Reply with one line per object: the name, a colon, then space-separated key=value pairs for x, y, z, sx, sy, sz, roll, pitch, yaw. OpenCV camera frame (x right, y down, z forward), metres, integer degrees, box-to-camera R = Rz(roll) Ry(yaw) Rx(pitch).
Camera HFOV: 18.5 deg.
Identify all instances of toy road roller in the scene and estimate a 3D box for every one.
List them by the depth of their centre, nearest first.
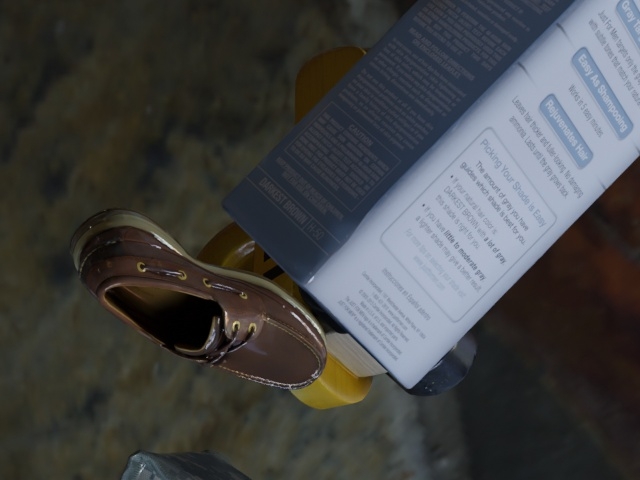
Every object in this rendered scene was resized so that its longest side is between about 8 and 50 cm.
toy road roller: x=0.000 y=0.000 z=1.885 sx=0.240 sy=0.202 sz=0.330 roll=-14 pitch=57 yaw=25

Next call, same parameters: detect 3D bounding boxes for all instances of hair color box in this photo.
hair color box: x=0.127 y=-0.090 z=1.435 sx=0.374 sy=0.185 sz=0.113 roll=-45 pitch=51 yaw=-1

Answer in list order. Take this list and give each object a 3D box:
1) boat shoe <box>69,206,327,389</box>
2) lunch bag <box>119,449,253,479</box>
boat shoe: x=-0.067 y=0.047 z=1.131 sx=0.178 sy=0.060 sz=0.064 roll=31 pitch=116 yaw=-32
lunch bag: x=-0.110 y=0.283 z=1.231 sx=0.169 sy=0.235 sz=0.287 roll=31 pitch=89 yaw=10
